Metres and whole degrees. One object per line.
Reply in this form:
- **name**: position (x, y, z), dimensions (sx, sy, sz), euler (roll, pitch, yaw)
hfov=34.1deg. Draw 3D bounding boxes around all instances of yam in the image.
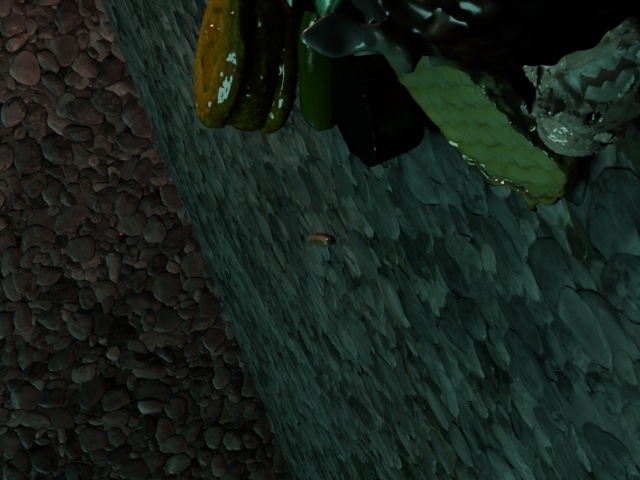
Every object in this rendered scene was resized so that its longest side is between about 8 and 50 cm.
- **yam**: position (0.000, 0.000, 1.878), dimensions (0.021, 0.021, 0.116), euler (67, 167, -9)

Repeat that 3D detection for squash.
- **squash**: position (0.002, -0.222, 1.410), dimensions (0.069, 0.069, 0.258), euler (57, 164, 28)

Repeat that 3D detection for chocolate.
- **chocolate**: position (0.072, -0.163, 1.237), dimensions (0.149, 0.080, 0.125), euler (-130, 30, -65)

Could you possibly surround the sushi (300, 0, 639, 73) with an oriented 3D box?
- **sushi**: position (0.106, -0.269, 0.535), dimensions (0.294, 0.281, 0.300), euler (105, 149, -67)

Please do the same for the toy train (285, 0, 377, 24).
- **toy train**: position (-0.031, -0.385, 0.886), dimensions (0.272, 0.179, 0.442), euler (-51, 58, 32)

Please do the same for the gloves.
- **gloves**: position (0.206, -0.120, 0.793), dimensions (0.094, 0.110, 0.144), euler (50, -170, 22)

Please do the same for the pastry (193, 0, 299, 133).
- **pastry**: position (-0.099, -0.270, 1.498), dimensions (0.240, 0.132, 0.235), euler (-169, 87, -69)

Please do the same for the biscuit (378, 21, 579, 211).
- **biscuit**: position (0.143, -0.133, 1.024), dimensions (0.273, 0.036, 0.187), euler (47, 170, 12)
